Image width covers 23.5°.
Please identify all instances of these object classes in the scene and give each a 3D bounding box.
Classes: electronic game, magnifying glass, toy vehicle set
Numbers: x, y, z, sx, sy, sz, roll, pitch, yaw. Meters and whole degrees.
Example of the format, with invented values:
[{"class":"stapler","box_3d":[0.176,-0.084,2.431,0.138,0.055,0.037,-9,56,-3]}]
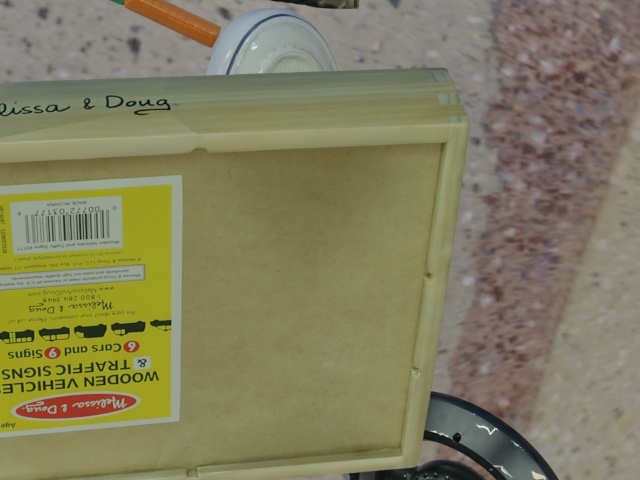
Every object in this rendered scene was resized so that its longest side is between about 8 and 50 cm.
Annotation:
[{"class":"electronic game","box_3d":[0.116,0.227,1.315,0.229,0.048,0.229,20,129,27]},{"class":"magnifying glass","box_3d":[-0.200,-0.238,1.417,0.231,0.092,0.026,26,103,-10]},{"class":"toy vehicle set","box_3d":[-0.088,0.022,0.541,0.267,0.035,0.166,-3,129,-12]}]

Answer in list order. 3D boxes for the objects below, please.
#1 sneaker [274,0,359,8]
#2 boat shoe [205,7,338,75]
[{"class":"sneaker","box_3d":[-0.020,-0.168,0.882,0.086,0.192,0.064,-2,93,1]},{"class":"boat shoe","box_3d":[-0.008,0.003,1.220,0.156,0.136,0.367,25,119,60]}]
